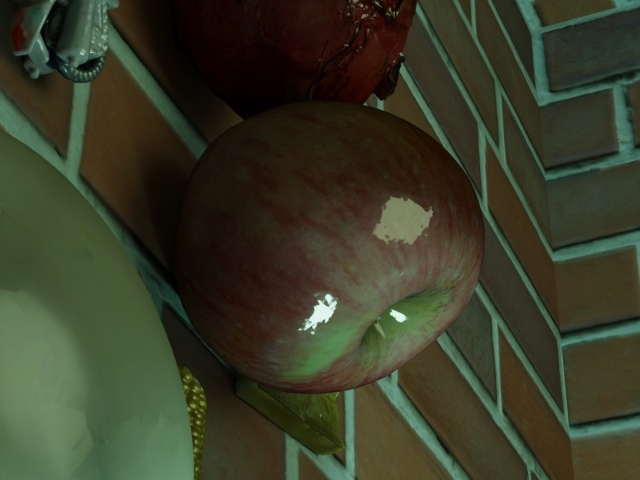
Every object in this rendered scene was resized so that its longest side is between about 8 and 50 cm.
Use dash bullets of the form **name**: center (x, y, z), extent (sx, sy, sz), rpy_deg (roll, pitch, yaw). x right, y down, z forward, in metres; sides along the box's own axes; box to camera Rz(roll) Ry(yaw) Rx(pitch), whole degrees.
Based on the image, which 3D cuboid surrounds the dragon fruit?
- **dragon fruit**: center (-0.028, -0.283, 1.874), extent (0.295, 0.295, 0.302), rpy_deg (-52, 142, -66)

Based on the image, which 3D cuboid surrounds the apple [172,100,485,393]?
- **apple**: center (0.000, 0.000, 1.742), extent (0.269, 0.345, 0.345), rpy_deg (48, 7, 25)

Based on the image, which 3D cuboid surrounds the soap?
- **soap**: center (-0.036, 0.171, 1.930), extent (0.252, 0.037, 0.092), rpy_deg (45, 35, -56)

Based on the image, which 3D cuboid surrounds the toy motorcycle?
- **toy motorcycle**: center (-0.257, -0.279, 1.519), extent (0.171, 0.110, 0.260), rpy_deg (10, 74, -52)

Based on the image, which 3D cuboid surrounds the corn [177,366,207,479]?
- **corn**: center (-0.160, 0.241, 1.437), extent (0.310, 0.101, 0.101), rpy_deg (-85, 155, -48)

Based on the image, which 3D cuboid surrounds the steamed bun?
- **steamed bun**: center (-0.237, 0.103, 0.981), extent (0.334, 0.334, 0.374), rpy_deg (-54, 128, -66)
